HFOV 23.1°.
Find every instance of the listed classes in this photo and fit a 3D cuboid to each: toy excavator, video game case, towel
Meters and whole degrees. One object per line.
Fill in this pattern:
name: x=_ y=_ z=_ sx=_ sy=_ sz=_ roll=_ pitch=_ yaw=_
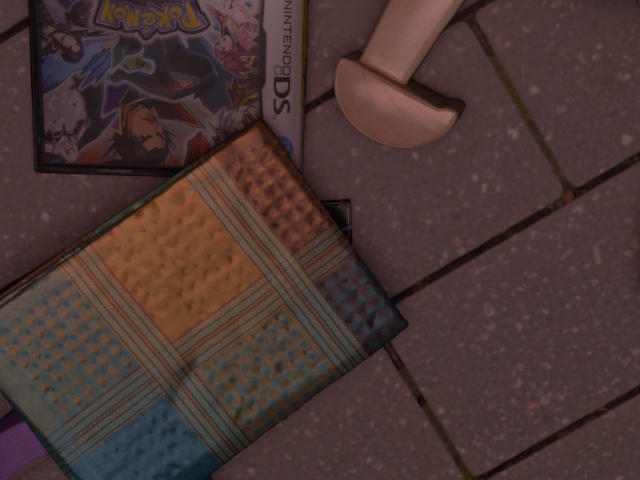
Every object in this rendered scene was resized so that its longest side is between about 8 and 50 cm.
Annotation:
toy excavator: x=0.241 y=-0.300 z=1.495 sx=0.445 sy=0.222 sz=0.433 roll=4 pitch=103 yaw=12
video game case: x=-0.150 y=-0.184 z=1.558 sx=0.274 sy=0.035 sz=0.248 roll=2 pitch=111 yaw=0
towel: x=-0.134 y=0.088 z=1.566 sx=0.370 sy=0.040 sz=0.271 roll=-36 pitch=100 yaw=-3

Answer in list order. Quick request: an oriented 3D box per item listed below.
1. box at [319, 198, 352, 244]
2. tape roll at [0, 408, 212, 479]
box: x=0.000 y=0.000 z=1.630 sx=0.067 sy=0.018 sz=0.083 roll=-2 pitch=103 yaw=-1
tape roll: x=-0.249 y=0.298 z=1.658 sx=0.274 sy=0.090 sz=0.275 roll=0 pitch=103 yaw=0
